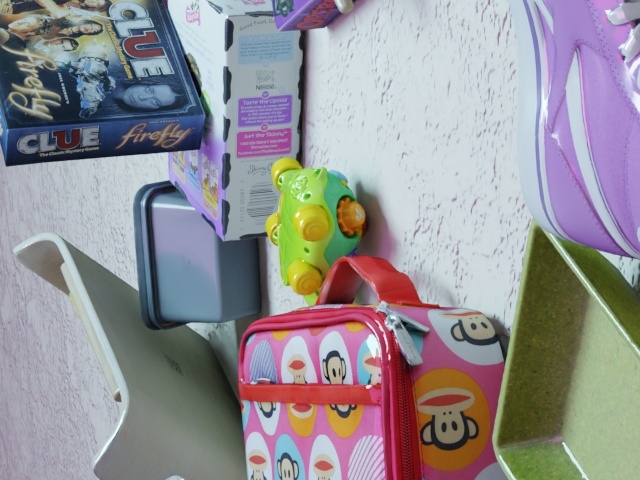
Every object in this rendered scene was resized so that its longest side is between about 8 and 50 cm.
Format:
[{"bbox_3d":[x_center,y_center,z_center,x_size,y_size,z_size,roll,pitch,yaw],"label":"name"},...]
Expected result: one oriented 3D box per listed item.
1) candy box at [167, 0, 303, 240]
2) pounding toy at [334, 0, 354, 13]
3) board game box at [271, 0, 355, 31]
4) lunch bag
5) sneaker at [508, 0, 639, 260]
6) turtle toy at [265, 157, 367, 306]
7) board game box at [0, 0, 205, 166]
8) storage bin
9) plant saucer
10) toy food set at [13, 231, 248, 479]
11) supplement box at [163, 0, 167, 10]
[{"bbox_3d":[-0.075,-0.120,1.555,0.165,0.070,0.196,-134,42,-59],"label":"candy box"},{"bbox_3d":[-0.039,-0.233,1.297,0.141,0.100,0.130,16,97,65],"label":"pounding toy"},{"bbox_3d":[0.025,-0.294,1.279,0.347,0.056,0.208,150,108,-67],"label":"board game box"},{"bbox_3d":[0.036,0.138,1.292,0.293,0.120,0.258,168,99,-67],"label":"lunch bag"},{"bbox_3d":[0.164,-0.125,0.908,0.161,0.102,0.282,20,126,63],"label":"sneaker"},{"bbox_3d":[0.000,0.000,1.399,0.095,0.066,0.130,-115,26,-53],"label":"turtle toy"},{"bbox_3d":[-0.207,-0.165,1.558,0.042,0.165,0.243,102,154,-44],"label":"board game box"},{"bbox_3d":[-0.101,0.015,1.654,0.091,0.098,0.135,6,103,40],"label":"storage bin"},{"bbox_3d":[0.164,0.108,1.020,0.188,0.045,0.188,-120,28,-47],"label":"plant saucer"},{"bbox_3d":[-0.167,0.141,1.662,0.092,0.220,0.306,-42,42,9],"label":"toy food set"},{"bbox_3d":[-0.200,-0.268,1.821,0.104,0.081,0.188,132,128,-64],"label":"supplement box"}]
